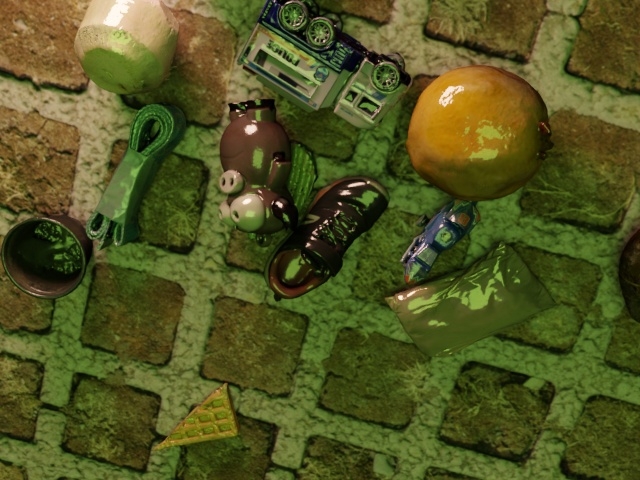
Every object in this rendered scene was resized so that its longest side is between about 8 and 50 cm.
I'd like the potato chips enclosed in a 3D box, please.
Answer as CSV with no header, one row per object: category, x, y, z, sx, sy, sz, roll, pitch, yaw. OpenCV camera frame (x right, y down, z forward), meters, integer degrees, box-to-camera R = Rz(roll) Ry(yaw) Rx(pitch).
potato chips,-0.066,-0.082,1.395,0.092,0.028,0.207,23,104,4

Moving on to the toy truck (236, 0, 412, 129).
toy truck,0.011,-0.289,1.280,0.268,0.124,0.155,33,114,-3

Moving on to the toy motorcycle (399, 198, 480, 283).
toy motorcycle,0.216,-0.015,1.347,0.076,0.114,0.205,38,106,-7

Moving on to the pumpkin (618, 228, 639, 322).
pumpkin,0.627,0.058,1.311,0.219,0.162,0.218,3,108,9

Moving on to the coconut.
coconut,-0.315,-0.340,1.276,0.171,0.182,0.170,14,149,8

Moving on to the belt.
belt,-0.336,-0.113,1.388,0.087,0.072,0.302,28,107,-1

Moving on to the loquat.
loquat,0.259,-0.176,1.256,0.239,0.193,0.238,-1,86,18

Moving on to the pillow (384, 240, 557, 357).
pillow,0.276,0.112,1.406,0.270,0.067,0.173,-29,108,13

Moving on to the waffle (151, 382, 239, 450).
waffle,-0.267,0.357,1.545,0.191,0.032,0.125,-10,107,7

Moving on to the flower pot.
flower pot,-0.499,0.021,1.427,0.158,0.107,0.157,1,105,2

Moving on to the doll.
doll,-0.110,-0.116,1.327,0.117,0.182,0.257,-2,95,-38

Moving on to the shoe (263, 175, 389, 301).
shoe,0.000,0.000,1.359,0.114,0.137,0.291,41,105,-8
